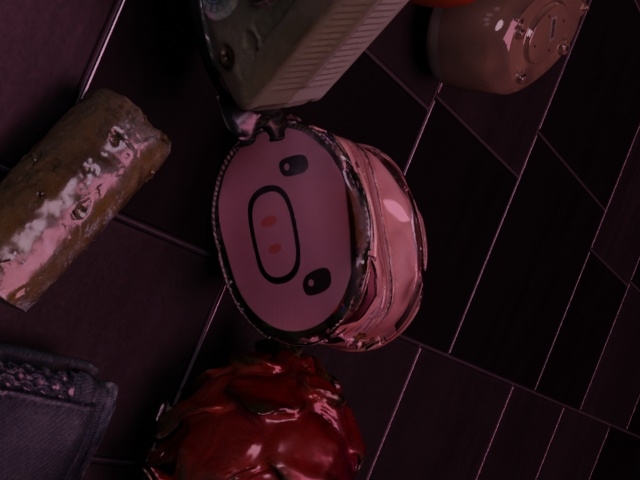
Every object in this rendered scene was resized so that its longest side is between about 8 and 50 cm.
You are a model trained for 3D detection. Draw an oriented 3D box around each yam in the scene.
[{"bbox_3d":[-0.183,-0.026,0.741,0.179,0.078,0.078,-54,146,-25],"label":"yam"}]

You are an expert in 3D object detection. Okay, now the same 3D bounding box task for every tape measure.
[{"bbox_3d":[-0.036,-0.217,0.768,0.115,0.207,0.235,-18,161,-45],"label":"tape measure"}]

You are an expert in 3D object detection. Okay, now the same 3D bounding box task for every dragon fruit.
[{"bbox_3d":[-0.066,0.215,0.977,0.274,0.193,0.192,-63,175,-9],"label":"dragon fruit"}]

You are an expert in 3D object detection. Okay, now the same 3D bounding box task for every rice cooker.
[{"bbox_3d":[0.203,-0.243,1.173,0.206,0.127,0.145,-38,138,-29],"label":"rice cooker"}]

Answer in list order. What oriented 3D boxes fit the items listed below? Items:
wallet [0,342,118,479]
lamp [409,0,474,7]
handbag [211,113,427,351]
[{"bbox_3d":[-0.295,0.164,0.685,0.237,0.075,0.342,-63,151,0],"label":"wallet"},{"bbox_3d":[0.116,-0.303,0.964,0.187,0.164,0.187,-31,130,-47],"label":"lamp"},{"bbox_3d":[-0.001,0.000,0.944,0.116,0.179,0.205,-2,80,-52],"label":"handbag"}]
